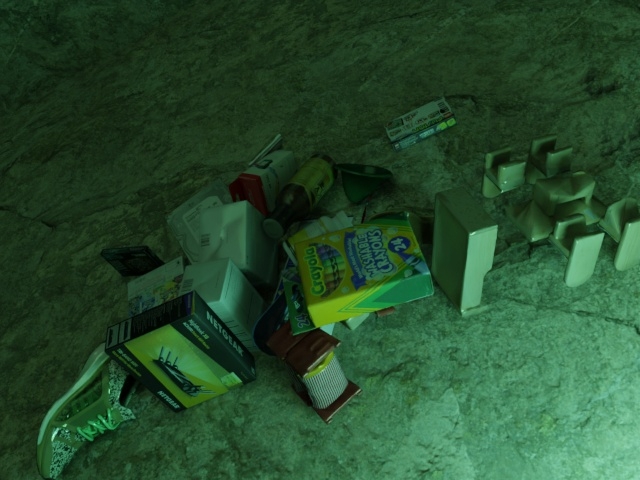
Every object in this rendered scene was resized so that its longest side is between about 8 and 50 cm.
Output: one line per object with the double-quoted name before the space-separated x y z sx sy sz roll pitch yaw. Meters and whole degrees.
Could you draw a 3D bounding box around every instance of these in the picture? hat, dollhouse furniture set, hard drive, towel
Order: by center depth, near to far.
"dollhouse furniture set" 0.075 0.211 1.510 0.374 0.201 0.152 -41 44 -18
"dollhouse furniture set" 0.475 -0.016 1.511 0.394 0.256 0.362 -16 43 -13
"hat" 0.110 -0.121 1.897 0.173 0.183 0.208 15 17 26
"hard drive" -0.345 -0.044 2.063 0.237 0.064 0.339 -36 43 -4
"towel" -0.179 -0.260 2.083 0.029 0.197 0.144 41 78 7

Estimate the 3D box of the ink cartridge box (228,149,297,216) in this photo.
"ink cartridge box" -0.167 -0.167 1.972 0.078 0.134 0.231 13 41 36

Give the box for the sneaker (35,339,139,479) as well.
"sneaker" -0.591 0.456 1.718 0.182 0.158 0.410 20 68 20

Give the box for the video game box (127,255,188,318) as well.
"video game box" -0.492 0.163 1.973 0.205 0.048 0.187 -26 42 7

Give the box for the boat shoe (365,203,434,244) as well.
"boat shoe" 0.224 -0.037 1.632 0.089 0.285 0.104 39 121 54

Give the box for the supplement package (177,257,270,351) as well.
"supplement package" -0.246 0.178 1.677 0.134 0.244 0.139 -11 47 20

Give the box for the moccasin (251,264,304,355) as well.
"moccasin" -0.021 0.148 1.583 0.342 0.138 0.117 -55 33 -5

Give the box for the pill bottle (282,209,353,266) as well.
"pill bottle" 0.000 0.000 1.708 0.184 0.103 0.103 -33 44 0

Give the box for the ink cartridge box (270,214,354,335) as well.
"ink cartridge box" -0.018 0.095 1.751 0.176 0.069 0.371 -3 53 28

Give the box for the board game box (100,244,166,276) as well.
"board game box" -0.594 0.067 2.060 0.186 0.126 0.026 -4 50 26

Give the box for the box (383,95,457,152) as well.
"box" 0.305 -0.359 1.988 0.207 0.036 0.114 -24 44 9

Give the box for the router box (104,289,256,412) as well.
"router box" -0.336 0.282 1.590 0.243 0.309 0.081 -24 42 9

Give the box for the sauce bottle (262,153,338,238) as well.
"sauce bottle" -0.060 -0.127 1.879 0.111 0.111 0.344 2 38 31

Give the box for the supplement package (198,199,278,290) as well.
"supplement package" -0.225 0.026 1.792 0.149 0.203 0.194 -9 66 19

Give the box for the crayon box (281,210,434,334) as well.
"crayon box" 0.067 0.069 1.446 0.323 0.083 0.203 -17 45 2
